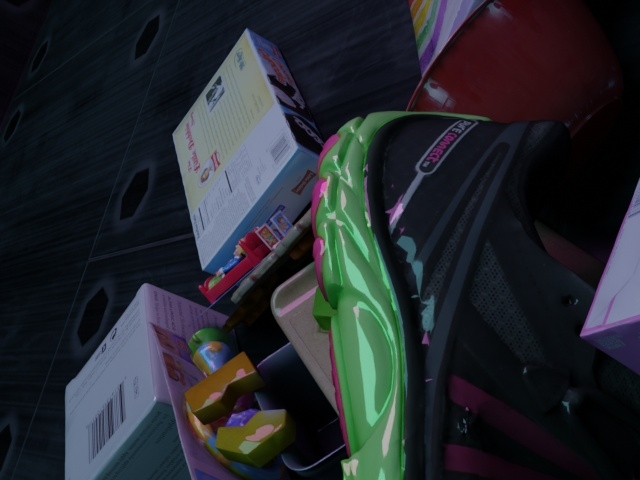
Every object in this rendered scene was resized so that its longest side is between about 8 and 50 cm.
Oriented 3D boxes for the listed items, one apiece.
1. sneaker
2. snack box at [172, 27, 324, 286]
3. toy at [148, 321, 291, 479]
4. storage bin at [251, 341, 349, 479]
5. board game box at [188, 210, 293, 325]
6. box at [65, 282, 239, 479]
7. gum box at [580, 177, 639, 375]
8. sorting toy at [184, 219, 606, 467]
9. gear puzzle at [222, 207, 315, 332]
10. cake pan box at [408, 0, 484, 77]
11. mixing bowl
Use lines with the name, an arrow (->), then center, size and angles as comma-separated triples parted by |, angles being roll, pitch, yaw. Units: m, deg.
sneaker -> 0.118, 0.127, 0.514 | 0.202, 0.185, 0.482 | -11, 69, 7
snack box -> -0.094, -0.113, 1.151 | 0.187, 0.060, 0.322 | -50, 33, 21
toy -> -0.073, 0.152, 0.852 | 0.056, 0.137, 0.237 | -51, 33, 9
storage bin -> 0.008, 0.152, 0.752 | 0.098, 0.091, 0.135 | -34, 33, -1
board game box -> -0.084, 0.022, 0.972 | 0.169, 0.033, 0.133 | -41, 2, -18
box -> -0.179, 0.180, 1.004 | 0.181, 0.119, 0.182 | -50, 33, 22
gum box -> 0.225, -0.005, 0.495 | 0.188, 0.107, 0.062 | -61, 10, -24
sorting toy -> 0.039, 0.067, 0.714 | 0.307, 0.041, 0.229 | -35, 34, -4
gear puzzle -> 0.000, 0.000, 0.879 | 0.339, 0.044, 0.175 | -46, -2, 38
cake pan box -> 0.151, -0.278, 0.792 | 0.245, 0.070, 0.266 | -94, 19, -44
mixing bowl -> 0.154, -0.097, 0.688 | 0.098, 0.181, 0.181 | 44, 109, 21
